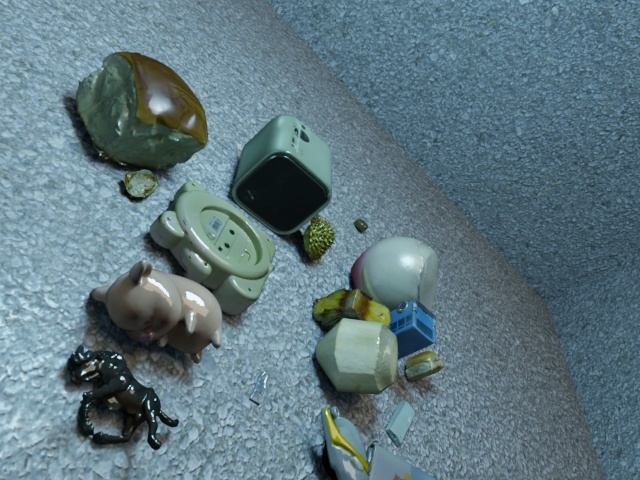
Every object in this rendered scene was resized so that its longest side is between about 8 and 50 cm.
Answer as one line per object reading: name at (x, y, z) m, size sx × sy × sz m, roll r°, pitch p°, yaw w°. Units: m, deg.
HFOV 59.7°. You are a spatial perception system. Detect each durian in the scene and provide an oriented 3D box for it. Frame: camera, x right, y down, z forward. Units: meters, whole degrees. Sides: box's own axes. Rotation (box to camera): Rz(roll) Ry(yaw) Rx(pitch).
durian at (0.000, 0.000, 1.812) m, size 0.208 × 0.102 × 0.146 m, roll 81°, pitch 18°, yaw -74°

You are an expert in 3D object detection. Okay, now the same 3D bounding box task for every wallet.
wallet at (0.190, 0.627, 1.395) m, size 0.231 × 0.069 × 0.170 m, roll 37°, pitch 47°, yaw -18°

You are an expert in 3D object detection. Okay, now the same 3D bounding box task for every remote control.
remote control at (0.238, 0.531, 1.632) m, size 0.061 × 0.029 × 0.162 m, roll 51°, pitch 27°, yaw 3°

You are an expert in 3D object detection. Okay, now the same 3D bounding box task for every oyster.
oyster at (-0.442, -0.137, 1.390) m, size 0.132 × 0.029 × 0.086 m, roll -4°, pitch 66°, yaw -62°

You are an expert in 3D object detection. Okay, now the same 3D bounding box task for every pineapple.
pineapple at (0.093, 0.215, 1.616) m, size 0.236 × 0.186 × 0.114 m, roll 14°, pitch 52°, yaw -3°

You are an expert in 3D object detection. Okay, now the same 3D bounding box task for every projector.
projector at (-0.112, -0.209, 1.751) m, size 0.248 × 0.248 × 0.249 m, roll 39°, pitch 30°, yaw -25°

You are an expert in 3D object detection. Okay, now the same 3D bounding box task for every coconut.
coconut at (0.095, 0.312, 1.502) m, size 0.202 × 0.222 × 0.202 m, roll 4°, pitch 90°, yaw -75°

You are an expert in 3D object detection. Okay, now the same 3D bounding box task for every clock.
clock at (-0.263, 0.008, 1.408) m, size 0.309 × 0.114 × 0.284 m, roll 41°, pitch 30°, yaw -16°

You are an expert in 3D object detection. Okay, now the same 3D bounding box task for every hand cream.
hand cream at (-0.139, 0.337, 1.292) m, size 0.030 × 0.019 × 0.093 m, roll 42°, pitch 30°, yaw -16°

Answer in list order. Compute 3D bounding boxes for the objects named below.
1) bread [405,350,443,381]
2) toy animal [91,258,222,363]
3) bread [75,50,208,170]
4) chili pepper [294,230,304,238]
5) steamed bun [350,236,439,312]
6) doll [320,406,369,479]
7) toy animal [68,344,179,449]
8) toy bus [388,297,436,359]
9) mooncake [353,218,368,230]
bread at (0.343, 0.413, 1.859) m, size 0.125 × 0.106 × 0.082 m, roll 9°, pitch 49°, yaw -57°
toy animal at (-0.309, 0.137, 1.117) m, size 0.250 × 0.166 × 0.154 m, roll 36°, pitch 21°, yaw -42°
bread at (-0.436, -0.327, 1.417) m, size 0.279 × 0.225 × 0.250 m, roll 11°, pitch 49°, yaw -59°
chili pepper at (-0.067, -0.020, 1.846) m, size 0.083 × 0.022 × 0.027 m, roll 26°, pitch 69°, yaw -42°
steamed bun at (0.236, 0.128, 1.899) m, size 0.309 × 0.309 × 0.309 m, roll 38°, pitch 30°, yaw -26°
doll at (0.059, 0.533, 1.271) m, size 0.145 × 0.103 × 0.316 m, roll 23°, pitch 45°, yaw -39°
toy animal at (-0.343, 0.276, 0.975) m, size 0.232 × 0.084 × 0.148 m, roll 40°, pitch 27°, yaw -15°
toy bus at (0.229, 0.290, 1.701) m, size 0.116 × 0.234 × 0.133 m, roll 39°, pitch 37°, yaw -24°
mooncake at (0.067, -0.178, 2.228) m, size 0.347 × 0.057 × 0.150 m, roll 48°, pitch 13°, yaw -22°
